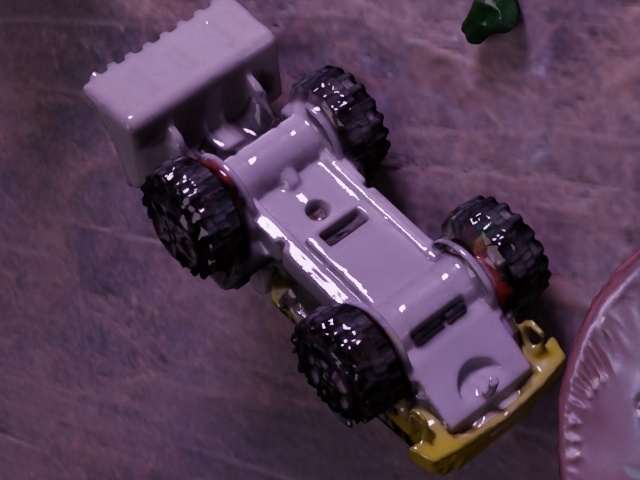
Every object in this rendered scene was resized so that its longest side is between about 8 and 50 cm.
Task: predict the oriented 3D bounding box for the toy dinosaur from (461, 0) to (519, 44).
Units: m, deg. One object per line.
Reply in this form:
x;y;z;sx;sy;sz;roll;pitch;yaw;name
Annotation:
-0.012;-0.332;0.917;0.301;0.087;0.447;31;135;34;toy dinosaur

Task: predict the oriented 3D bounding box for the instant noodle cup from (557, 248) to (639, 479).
0.250;0.068;0.720;0.243;0.231;0.243;23;124;39;instant noodle cup

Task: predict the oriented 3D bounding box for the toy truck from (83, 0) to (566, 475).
0.000;0.000;1.029;0.286;0.136;0.111;45;155;23;toy truck
